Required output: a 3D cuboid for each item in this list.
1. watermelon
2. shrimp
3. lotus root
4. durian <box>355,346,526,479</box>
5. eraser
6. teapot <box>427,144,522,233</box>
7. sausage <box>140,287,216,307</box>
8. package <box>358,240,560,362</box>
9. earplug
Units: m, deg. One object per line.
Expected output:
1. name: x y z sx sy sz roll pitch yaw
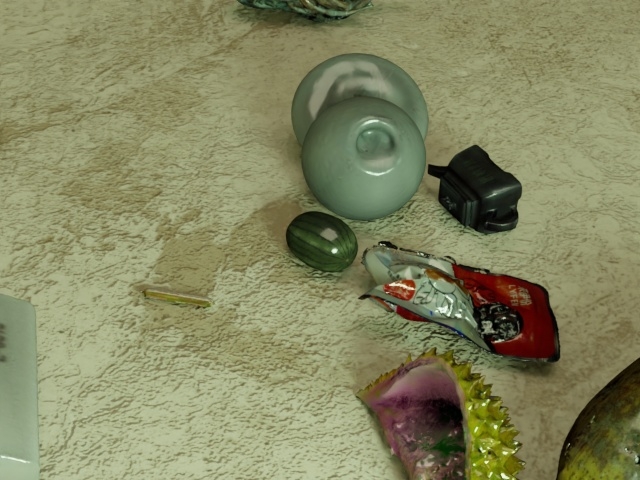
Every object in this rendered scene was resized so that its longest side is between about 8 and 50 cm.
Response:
1. watermelon: 0.000 0.000 1.763 0.110 0.078 0.078 27 41 24
2. shrimp: 0.017 -0.454 2.339 0.372 0.137 0.172 -5 74 -4
3. lotus root: 0.403 0.208 1.433 0.397 0.196 0.179 -36 43 -18
4. durian: 0.159 0.217 1.449 0.153 0.186 0.261 -11 53 -13
5. eraser: -0.408 0.175 1.447 0.174 0.095 0.270 1 38 -14
6. teapot: 0.220 -0.067 1.885 0.096 0.087 0.177 -19 44 -24
7. sausage: -0.186 0.075 1.680 0.100 0.015 0.015 9 37 1
8. package: 0.182 0.081 1.706 0.269 0.071 0.194 18 39 -7
9. earplug: 0.065 -0.167 1.912 0.214 0.175 0.326 6 36 -6
